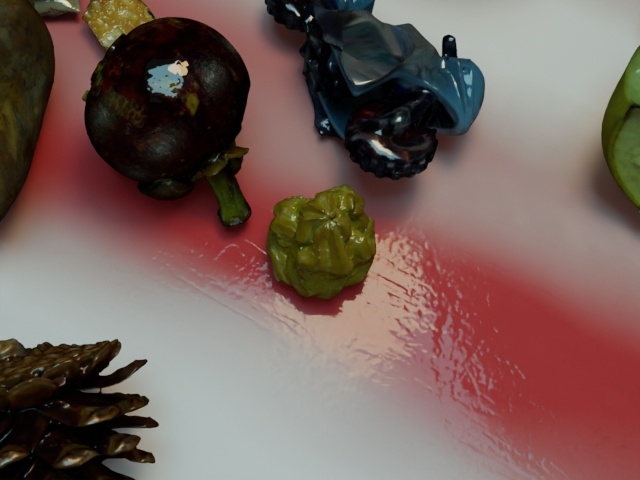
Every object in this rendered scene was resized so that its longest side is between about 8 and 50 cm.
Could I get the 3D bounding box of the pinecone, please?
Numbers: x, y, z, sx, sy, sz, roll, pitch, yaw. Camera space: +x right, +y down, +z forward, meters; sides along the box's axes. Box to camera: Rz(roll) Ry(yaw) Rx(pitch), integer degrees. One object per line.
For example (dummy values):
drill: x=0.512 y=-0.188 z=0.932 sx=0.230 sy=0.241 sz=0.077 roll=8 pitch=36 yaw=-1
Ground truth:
pinecone: x=-0.302 y=0.232 z=0.829 sx=0.264 sy=0.264 sz=0.264 roll=1 pitch=67 yaw=-3

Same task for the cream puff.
cream puff: x=0.000 y=-0.001 z=1.001 sx=0.156 sy=0.156 sz=0.121 roll=11 pitch=49 yaw=1

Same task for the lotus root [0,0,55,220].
lotus root: x=-0.483 y=-0.194 z=0.996 sx=0.251 sy=0.250 sz=0.346 roll=10 pitch=66 yaw=0

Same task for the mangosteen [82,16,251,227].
mangosteen: x=-0.177 y=-0.153 z=1.027 sx=0.231 sy=0.231 sz=0.289 roll=-48 pitch=109 yaw=-20

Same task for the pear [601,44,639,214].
pear: x=0.572 y=-0.178 z=1.074 sx=0.343 sy=0.238 sz=0.318 roll=16 pitch=55 yaw=9

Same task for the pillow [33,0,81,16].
pillow: x=-0.465 y=-0.403 z=1.168 sx=0.182 sy=0.078 sz=0.134 roll=-8 pitch=65 yaw=-4

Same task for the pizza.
pizza: x=-0.304 y=-0.332 z=1.170 sx=0.099 sy=0.035 sz=0.160 roll=-35 pitch=73 yaw=-17

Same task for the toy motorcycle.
toy motorcycle: x=0.084 y=-0.266 z=1.115 sx=0.232 sy=0.172 sz=0.416 roll=-19 pitch=61 yaw=-18
